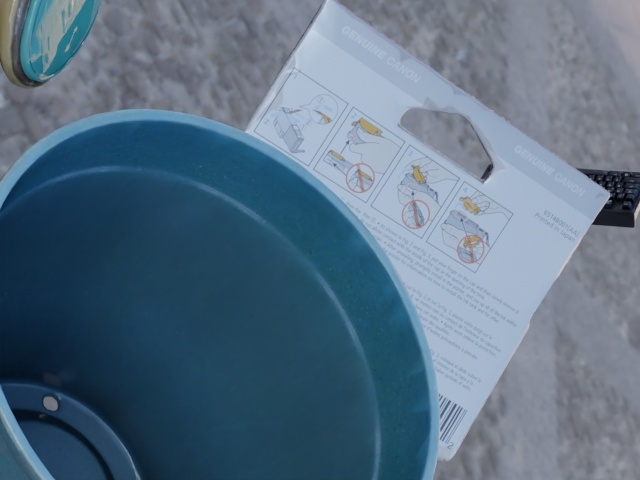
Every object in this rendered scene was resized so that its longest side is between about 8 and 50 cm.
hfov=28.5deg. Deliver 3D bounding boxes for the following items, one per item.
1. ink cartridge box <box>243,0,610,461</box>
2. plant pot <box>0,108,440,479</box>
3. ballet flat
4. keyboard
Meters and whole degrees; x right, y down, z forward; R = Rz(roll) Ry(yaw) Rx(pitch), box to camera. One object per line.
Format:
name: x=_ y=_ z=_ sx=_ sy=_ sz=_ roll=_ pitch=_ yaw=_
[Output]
ink cartridge box: x=0.045 y=-0.004 z=1.004 sx=0.296 sy=0.261 sz=0.066 roll=32 pitch=-1 yaw=-19
plant pot: x=-0.115 y=0.107 z=0.719 sx=0.271 sy=0.255 sz=0.272 roll=21 pitch=49 yaw=-27
ballet flat: x=-0.141 y=-0.190 z=0.701 sx=0.080 sy=0.073 sz=0.232 roll=66 pitch=43 yaw=-64
keyboard: x=0.241 y=-0.043 z=1.298 sx=0.108 sy=0.180 sz=0.023 roll=-60 pitch=140 yaw=-36
